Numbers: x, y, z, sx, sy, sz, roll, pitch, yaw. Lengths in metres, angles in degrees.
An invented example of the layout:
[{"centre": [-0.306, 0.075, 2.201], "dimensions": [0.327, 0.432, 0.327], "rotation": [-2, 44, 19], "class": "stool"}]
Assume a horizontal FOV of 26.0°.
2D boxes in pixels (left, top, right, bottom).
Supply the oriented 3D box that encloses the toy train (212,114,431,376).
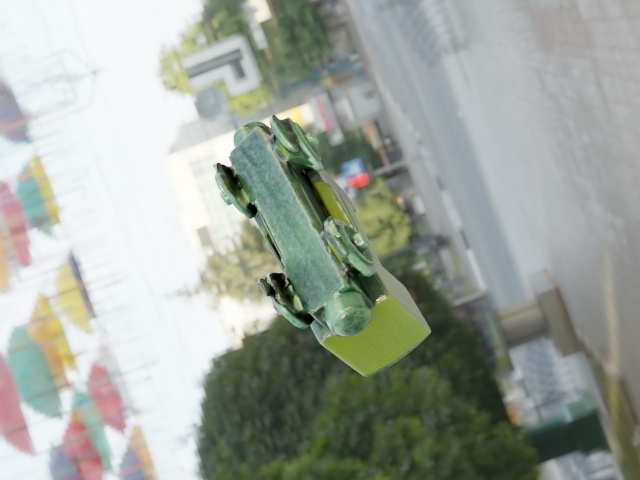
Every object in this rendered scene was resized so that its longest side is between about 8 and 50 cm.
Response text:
[{"centre": [0.000, 0.000, 0.599], "dimensions": [0.081, 0.050, 0.122], "rotation": [40, -163, -48], "class": "toy train"}]
